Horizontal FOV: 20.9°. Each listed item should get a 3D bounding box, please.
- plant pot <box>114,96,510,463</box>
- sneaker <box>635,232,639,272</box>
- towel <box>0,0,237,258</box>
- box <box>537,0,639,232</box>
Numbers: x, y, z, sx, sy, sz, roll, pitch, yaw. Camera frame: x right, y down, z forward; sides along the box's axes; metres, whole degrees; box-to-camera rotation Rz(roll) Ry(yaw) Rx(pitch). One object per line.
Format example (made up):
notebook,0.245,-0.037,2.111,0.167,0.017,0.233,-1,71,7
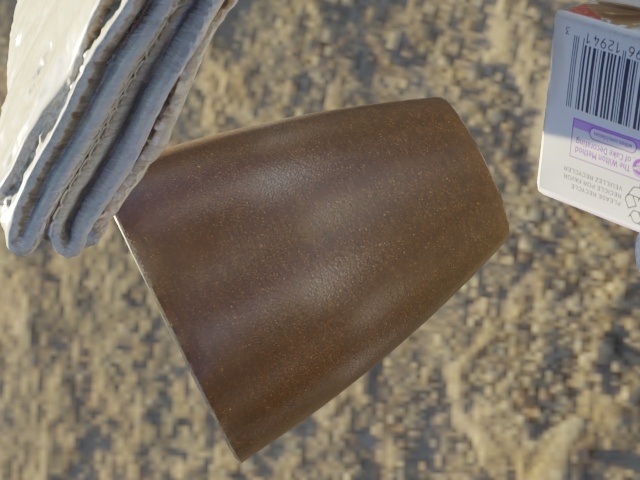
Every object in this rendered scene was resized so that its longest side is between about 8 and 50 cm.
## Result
plant pot,0.000,0.000,1.159,0.230,0.215,0.215,-27,56,-4
sneaker,0.256,0.035,1.060,0.115,0.232,0.090,-24,62,43
towel,-0.058,-0.134,0.632,0.187,0.049,0.282,-54,24,32
box,0.203,0.000,0.459,0.324,0.063,0.067,23,122,39
